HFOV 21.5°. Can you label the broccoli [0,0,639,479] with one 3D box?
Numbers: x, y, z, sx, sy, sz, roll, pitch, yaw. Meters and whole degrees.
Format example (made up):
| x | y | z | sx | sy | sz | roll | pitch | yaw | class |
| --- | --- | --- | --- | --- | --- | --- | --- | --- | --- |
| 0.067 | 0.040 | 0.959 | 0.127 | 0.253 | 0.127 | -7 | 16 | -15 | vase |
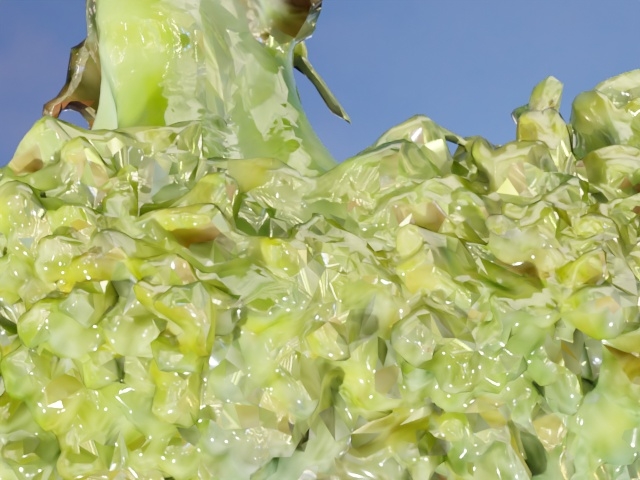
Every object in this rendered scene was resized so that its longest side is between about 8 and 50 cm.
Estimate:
| x | y | z | sx | sy | sz | roll | pitch | yaw | class |
| --- | --- | --- | --- | --- | --- | --- | --- | --- | --- |
| 0.007 | 0.006 | 0.431 | 0.242 | 0.273 | 0.180 | 4 | -20 | -27 | broccoli |
